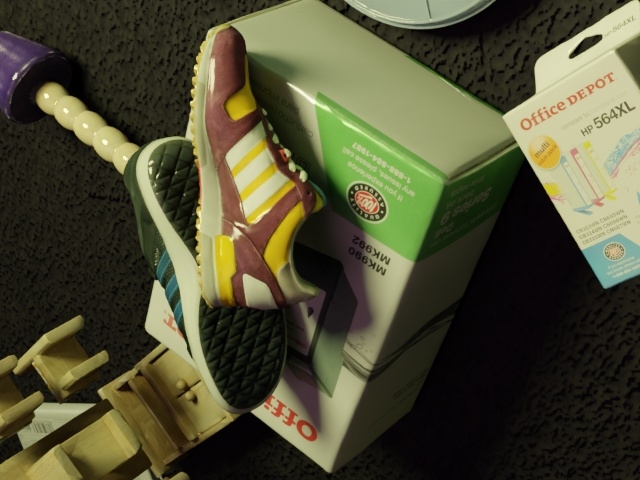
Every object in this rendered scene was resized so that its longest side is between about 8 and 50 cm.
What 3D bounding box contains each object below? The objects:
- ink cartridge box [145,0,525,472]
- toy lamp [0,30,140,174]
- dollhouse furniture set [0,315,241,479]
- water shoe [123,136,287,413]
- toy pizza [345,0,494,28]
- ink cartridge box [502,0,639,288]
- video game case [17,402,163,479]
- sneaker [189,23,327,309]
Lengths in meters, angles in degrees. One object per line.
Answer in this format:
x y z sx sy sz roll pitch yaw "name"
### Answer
0.000 0.000 0.863 0.211 0.121 0.289 35 130 22 "ink cartridge box"
-0.198 -0.095 1.010 0.275 0.080 0.080 36 130 19 "toy lamp"
-0.197 0.189 1.042 0.212 0.242 0.161 55 135 4 "dollhouse furniture set"
-0.082 0.023 0.823 0.080 0.073 0.203 -2 106 63 "water shoe"
0.060 -0.240 0.752 0.201 0.032 0.201 18 121 31 "toy pizza"
0.188 -0.062 0.698 0.092 0.090 0.143 -31 91 44 "ink cartridge box"
-0.247 0.270 1.278 0.212 0.023 0.193 -6 108 40 "video game case"
-0.038 -0.048 0.748 0.084 0.069 0.185 -1 99 4 "sneaker"
